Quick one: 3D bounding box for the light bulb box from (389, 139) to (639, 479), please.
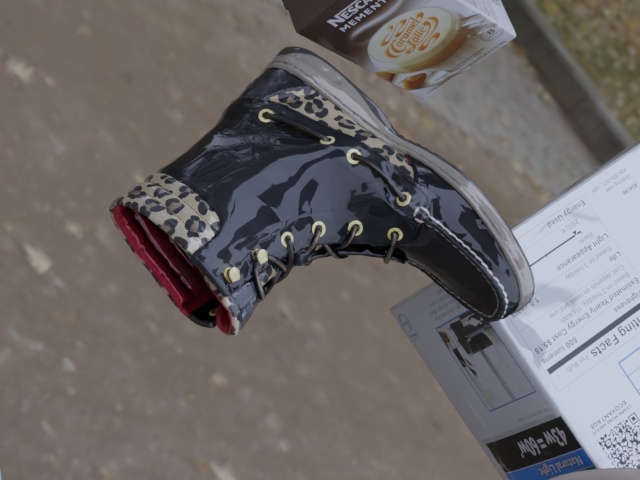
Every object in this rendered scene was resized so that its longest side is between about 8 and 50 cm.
[{"bbox_3d":[0.345,0.117,1.941,0.361,0.358,0.225,57,-24,3],"label":"light bulb box"}]

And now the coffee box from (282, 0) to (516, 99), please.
[{"bbox_3d":[0.081,-0.258,1.792,0.246,0.141,0.098,20,43,-50],"label":"coffee box"}]

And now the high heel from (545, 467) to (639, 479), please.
[{"bbox_3d":[0.252,0.354,1.804,0.181,0.377,0.127,38,37,-50],"label":"high heel"}]

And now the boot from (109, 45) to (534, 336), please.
[{"bbox_3d":[0.000,0.000,1.668,0.377,0.284,0.138,45,-28,12],"label":"boot"}]
